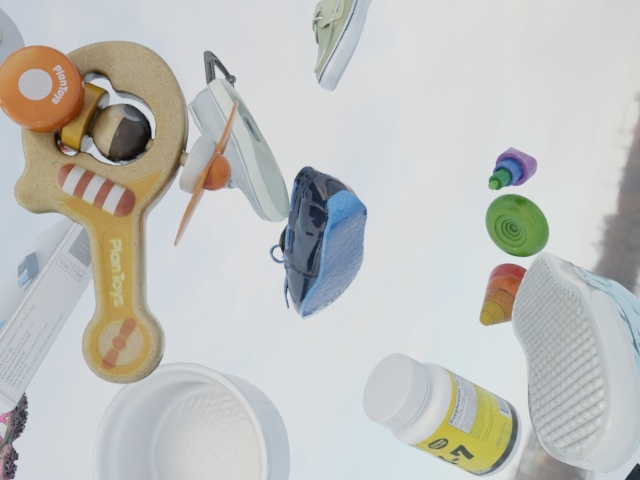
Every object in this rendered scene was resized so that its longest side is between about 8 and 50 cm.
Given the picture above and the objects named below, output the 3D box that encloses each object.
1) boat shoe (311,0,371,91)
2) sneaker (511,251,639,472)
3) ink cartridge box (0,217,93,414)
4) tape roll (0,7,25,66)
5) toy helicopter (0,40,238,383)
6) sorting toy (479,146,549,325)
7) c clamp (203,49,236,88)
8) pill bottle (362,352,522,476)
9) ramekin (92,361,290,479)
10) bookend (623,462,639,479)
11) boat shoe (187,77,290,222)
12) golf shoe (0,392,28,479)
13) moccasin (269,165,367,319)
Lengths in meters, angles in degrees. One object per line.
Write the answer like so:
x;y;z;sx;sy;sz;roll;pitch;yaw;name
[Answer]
0.031;-0.405;1.602;0.109;0.094;0.302;123;166;-59;boat shoe
0.290;0.112;0.854;0.366;0.150;0.135;-71;0;-68;sneaker
-0.410;0.112;1.123;0.066;0.261;0.296;44;-138;-23;ink cartridge box
-0.686;-0.393;1.671;0.072;0.219;0.219;-37;-2;29;tape roll
-0.194;-0.031;0.897;0.140;0.235;0.355;140;126;-82;toy helicopter
0.327;0.018;1.563;0.126;0.127;0.366;-35;-48;-38;sorting toy
-0.175;-0.276;1.611;0.137;0.022;0.161;37;-148;-49;c clamp
0.168;0.240;1.199;0.208;0.119;0.119;30;-108;-26;pill bottle
-0.177;0.317;1.257;0.135;0.277;0.277;23;-97;-69;ramekin
0.538;0.466;1.403;0.156;0.157;0.072;-57;26;10;bookend
-0.113;-0.109;1.150;0.081;0.227;0.079;-33;-23;16;boat shoe
-0.591;0.351;1.583;0.067;0.086;0.186;83;-171;-56;golf shoe
0.000;0.000;1.361;0.137;0.117;0.342;-31;-24;-29;moccasin
